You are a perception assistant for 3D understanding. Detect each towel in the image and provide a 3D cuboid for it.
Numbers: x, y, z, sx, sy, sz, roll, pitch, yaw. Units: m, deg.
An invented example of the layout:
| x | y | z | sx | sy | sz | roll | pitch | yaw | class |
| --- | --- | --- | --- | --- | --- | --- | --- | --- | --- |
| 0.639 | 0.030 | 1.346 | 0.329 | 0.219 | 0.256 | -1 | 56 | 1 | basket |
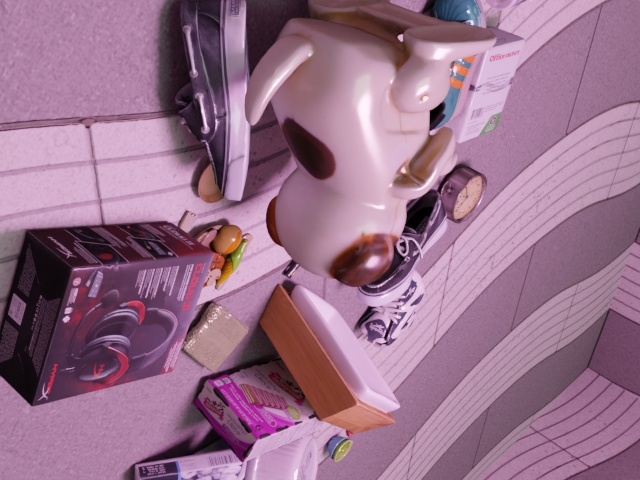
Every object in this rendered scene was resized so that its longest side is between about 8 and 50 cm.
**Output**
| x | y | z | sx | sy | sz | roll | pitch | yaw | class |
| --- | --- | --- | --- | --- | --- | --- | --- | --- | --- |
| -0.192 | 0.176 | 1.572 | 0.110 | 0.027 | 0.148 | -51 | 151 | -7 | towel |

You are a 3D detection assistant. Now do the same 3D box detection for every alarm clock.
| x | y | z | sx | sy | sz | roll | pitch | yaw | class |
| --- | --- | --- | --- | --- | --- | --- | --- | --- | --- |
| 0.317 | -0.110 | 2.008 | 0.192 | 0.064 | 0.129 | 10 | 110 | -61 | alarm clock |

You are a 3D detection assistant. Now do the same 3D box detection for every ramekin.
| x | y | z | sx | sy | sz | roll | pitch | yaw | class |
| --- | --- | --- | --- | --- | --- | --- | --- | --- | --- |
| -0.079 | 0.495 | 1.882 | 0.207 | 0.109 | 0.207 | 7 | 90 | -73 | ramekin |

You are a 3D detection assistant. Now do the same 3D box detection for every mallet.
| x | y | z | sx | sy | sz | roll | pitch | yaw | class |
| --- | --- | --- | --- | --- | --- | --- | --- | --- | --- |
| 0.000 | 0.000 | 1.684 | 0.189 | 0.039 | 0.062 | -52 | 153 | 1 | mallet |

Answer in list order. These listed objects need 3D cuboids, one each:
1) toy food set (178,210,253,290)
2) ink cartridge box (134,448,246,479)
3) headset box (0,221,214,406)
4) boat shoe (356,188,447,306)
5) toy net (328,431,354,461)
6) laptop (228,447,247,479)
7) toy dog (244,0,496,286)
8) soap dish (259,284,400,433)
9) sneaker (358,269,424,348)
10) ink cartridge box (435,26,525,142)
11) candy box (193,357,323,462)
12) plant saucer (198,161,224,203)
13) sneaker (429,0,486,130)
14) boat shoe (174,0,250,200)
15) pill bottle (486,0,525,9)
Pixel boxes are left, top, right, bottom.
| x | y | z | sx | sy | sz | roll | pitch | yaw | class |
| --- | --- | --- | --- | --- | --- | --- | --- | --- | --- |
| -0.179 | 0.029 | 1.436 | 0.132 | 0.039 | 0.192 | -60 | 150 | 5 | toy food set |
| -0.255 | 0.496 | 1.681 | 0.206 | 0.045 | 0.208 | -5 | 129 | -21 | ink cartridge box |
| -0.296 | 0.094 | 1.255 | 0.293 | 0.110 | 0.218 | -5 | 122 | -54 | headset box |
| 0.176 | 0.009 | 1.869 | 0.306 | 0.113 | 0.105 | -44 | 142 | -26 | boat shoe |
| 0.098 | 0.465 | 2.257 | 0.232 | 0.045 | 0.122 | -60 | 150 | 4 | toy net |
| -0.224 | 0.467 | 1.820 | 0.264 | 0.136 | 0.234 | -23 | 143 | -5 | laptop |
| 0.053 | -0.130 | 1.312 | 0.395 | 0.285 | 0.407 | -34 | 139 | -48 | toy dog |
| 0.016 | 0.238 | 1.701 | 0.118 | 0.290 | 0.229 | -39 | 151 | 6 | soap dish |
| 0.158 | 0.163 | 2.004 | 0.153 | 0.094 | 0.235 | -48 | 160 | -32 | sneaker |
| 0.320 | -0.322 | 1.785 | 0.153 | 0.087 | 0.208 | -22 | 136 | -45 | ink cartridge box |
| -0.108 | 0.323 | 1.696 | 0.233 | 0.159 | 0.071 | -8 | 136 | -54 | candy box |
| -0.164 | -0.098 | 1.361 | 0.083 | 0.015 | 0.083 | -37 | 144 | -32 | plant saucer |
| 0.224 | -0.326 | 1.620 | 0.121 | 0.108 | 0.302 | -39 | 148 | -36 | sneaker |
| -0.151 | -0.189 | 1.213 | 0.108 | 0.102 | 0.301 | -92 | -177 | -51 | boat shoe |
| 0.390 | -0.508 | 1.718 | 0.137 | 0.078 | 0.078 | -31 | 142 | -38 | pill bottle |
